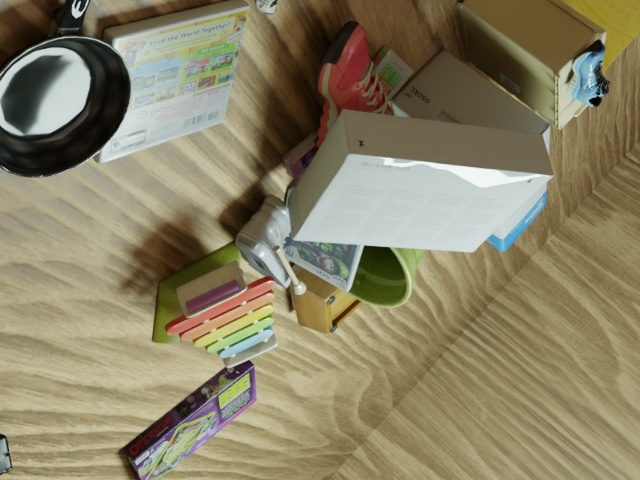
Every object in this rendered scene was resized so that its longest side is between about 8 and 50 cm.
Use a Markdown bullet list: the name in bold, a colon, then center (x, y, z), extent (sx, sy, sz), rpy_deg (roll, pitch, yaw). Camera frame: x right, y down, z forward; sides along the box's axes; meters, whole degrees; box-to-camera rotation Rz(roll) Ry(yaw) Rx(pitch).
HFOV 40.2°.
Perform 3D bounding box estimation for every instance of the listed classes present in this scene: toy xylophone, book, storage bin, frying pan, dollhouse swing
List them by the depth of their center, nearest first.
- **frying pan**: center (-0.317, -0.204, 0.996), extent (0.197, 0.053, 0.326), rpy_deg (-32, 147, -25)
- **toy xylophone**: center (-0.142, 0.121, 1.593), extent (0.236, 0.081, 0.322), rpy_deg (-29, 154, 4)
- **book**: center (0.098, -0.283, 1.622), extent (0.144, 0.035, 0.096), rpy_deg (-51, 149, 8)
- **storage bin**: center (0.417, -0.376, 1.734), extent (0.123, 0.262, 0.260), rpy_deg (-46, 157, -3)
- **dollhouse swing**: center (0.592, -0.541, 2.039), extent (0.315, 0.305, 0.347), rpy_deg (40, 93, -26)

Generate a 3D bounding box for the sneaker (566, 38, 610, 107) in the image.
- **sneaker**: center (0.496, -0.297, 1.571), extent (0.063, 0.073, 0.162), rpy_deg (-40, 156, -8)

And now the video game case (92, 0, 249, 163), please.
- **video game case**: center (-0.207, -0.220, 1.200), extent (0.227, 0.026, 0.206), rpy_deg (-26, 149, -39)

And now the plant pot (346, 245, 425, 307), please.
- **plant pot**: center (0.136, -0.045, 1.818), extent (0.254, 0.276, 0.276), rpy_deg (-48, 160, -30)

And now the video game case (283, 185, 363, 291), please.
- **video game case**: center (0.000, 0.000, 1.719), extent (0.022, 0.173, 0.190), rpy_deg (-50, 163, -39)

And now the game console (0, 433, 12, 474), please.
- **game console**: center (-0.601, 0.392, 1.496), extent (0.122, 0.071, 0.107), rpy_deg (-23, 117, -46)

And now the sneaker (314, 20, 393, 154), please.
- **sneaker**: center (0.073, -0.237, 1.477), extent (0.314, 0.136, 0.116), rpy_deg (91, 24, -55)

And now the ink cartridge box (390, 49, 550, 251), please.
- **ink cartridge box**: center (0.326, -0.179, 1.858), extent (0.166, 0.285, 0.395), rpy_deg (-46, 157, -7)

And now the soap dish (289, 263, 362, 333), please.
- **soap dish**: center (0.063, 0.070, 2.008), extent (0.291, 0.118, 0.229), rpy_deg (-41, 156, -19)

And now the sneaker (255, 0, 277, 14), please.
- **sneaker**: center (-0.071, -0.342, 1.227), extent (0.032, 0.037, 0.083), rpy_deg (-43, 158, -15)

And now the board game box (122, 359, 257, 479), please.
- **board game box**: center (-0.295, 0.427, 2.042), extent (0.347, 0.056, 0.208), rpy_deg (-37, 150, -24)

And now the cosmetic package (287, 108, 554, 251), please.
- **cosmetic package**: center (0.165, -0.092, 1.525), extent (0.377, 0.097, 0.284), rpy_deg (4, 153, -21)

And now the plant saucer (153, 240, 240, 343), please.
- **plant saucer**: center (-0.225, 0.111, 1.663), extent (0.188, 0.045, 0.188), rpy_deg (-30, 152, -36)

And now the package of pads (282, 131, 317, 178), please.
- **package of pads**: center (-0.030, -0.156, 1.596), extent (0.083, 0.032, 0.050), rpy_deg (-42, 155, -15)

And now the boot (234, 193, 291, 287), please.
- **boot**: center (-0.082, 0.003, 1.677), extent (0.123, 0.095, 0.258), rpy_deg (-58, 165, -12)
